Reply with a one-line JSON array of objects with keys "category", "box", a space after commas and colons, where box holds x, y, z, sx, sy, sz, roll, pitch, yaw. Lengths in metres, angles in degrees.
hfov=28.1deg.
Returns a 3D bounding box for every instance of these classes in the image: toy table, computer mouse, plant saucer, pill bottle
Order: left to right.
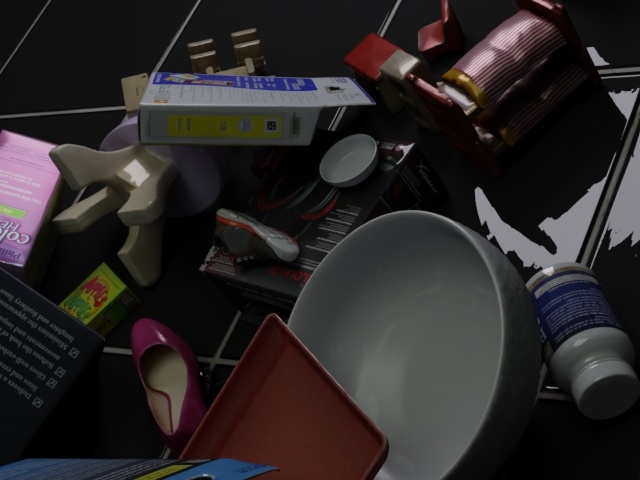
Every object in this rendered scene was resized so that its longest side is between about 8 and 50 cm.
[{"category": "toy table", "box": [-0.280, -0.076, 1.924, 0.274, 0.252, 0.161, -22, 21, 53]}, {"category": "computer mouse", "box": [-0.139, 0.183, 1.702, 0.242, 0.041, 0.071, -21, 41, 21]}, {"category": "plant saucer", "box": [-0.045, 0.252, 1.400, 0.259, 0.048, 0.258, -59, 41, 11]}, {"category": "pill bottle", "box": [0.285, 0.110, 1.389, 0.094, 0.094, 0.169, -30, 39, 12]}]

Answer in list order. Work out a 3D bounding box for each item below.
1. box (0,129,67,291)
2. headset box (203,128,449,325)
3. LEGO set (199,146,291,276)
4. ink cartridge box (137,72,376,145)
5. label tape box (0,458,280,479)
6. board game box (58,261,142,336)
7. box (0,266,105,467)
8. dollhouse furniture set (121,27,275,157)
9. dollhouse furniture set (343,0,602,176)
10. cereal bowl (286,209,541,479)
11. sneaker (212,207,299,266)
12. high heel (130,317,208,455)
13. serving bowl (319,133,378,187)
[{"category": "box", "box": [-0.489, -0.007, 2.014, 0.117, 0.213, 0.243, 15, 52, -5]}, {"category": "headset box", "box": [0.000, 0.000, 1.711, 0.218, 0.110, 0.293, 14, 62, 45]}, {"category": "LEGO set", "box": [-0.098, -0.026, 1.841, 0.093, 0.087, 0.227, 9, 65, 47]}, {"category": "ink cartridge box", "box": [-0.093, -0.185, 1.787, 0.307, 0.072, 0.303, 3, 14, -5]}, {"category": "label tape box", "box": [-0.246, 0.303, 1.334, 0.348, 0.249, 0.115, -3, 92, 27]}, {"category": "board game box", "box": [-0.365, 0.125, 1.937, 0.181, 0.043, 0.092, -45, 38, -6]}, {"category": "box", "box": [-0.524, 0.225, 1.723, 0.395, 0.293, 0.212, -55, 2, -19]}, {"category": "dollhouse furniture set", "box": [-0.181, -0.198, 2.065, 0.242, 0.161, 0.212, -14, 41, -3]}, {"category": "dollhouse furniture set", "box": [0.185, -0.261, 1.782, 0.201, 0.152, 0.374, -43, 39, -4]}, {"category": "cereal bowl", "box": [0.112, 0.143, 1.420, 0.339, 0.141, 0.339, -22, 59, 41]}, {"category": "sneaker", "box": [-0.086, 0.009, 1.651, 0.158, 0.061, 0.064, 28, 101, 50]}, {"category": "high heel", "box": [-0.205, 0.180, 1.646, 0.082, 0.117, 0.244, -33, 57, 8]}, {"category": "serving bowl", "box": [0.042, -0.099, 1.663, 0.083, 0.027, 0.083, -21, 42, 21]}]
